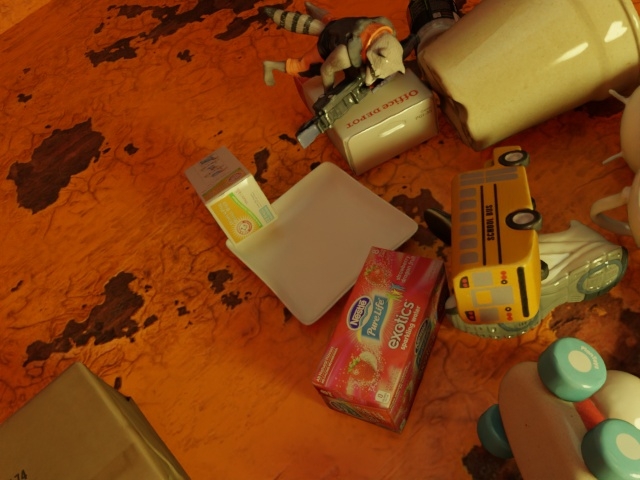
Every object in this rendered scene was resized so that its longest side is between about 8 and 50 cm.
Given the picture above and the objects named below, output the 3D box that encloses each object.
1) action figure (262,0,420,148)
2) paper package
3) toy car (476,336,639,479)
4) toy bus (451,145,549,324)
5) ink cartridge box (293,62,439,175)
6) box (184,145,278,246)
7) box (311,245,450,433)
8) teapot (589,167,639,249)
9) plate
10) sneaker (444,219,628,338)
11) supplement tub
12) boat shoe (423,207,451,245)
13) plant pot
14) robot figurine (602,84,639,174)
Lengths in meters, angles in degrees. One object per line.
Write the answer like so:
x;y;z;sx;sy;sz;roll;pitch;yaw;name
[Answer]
0.013;-0.352;1.171;0.330;0.178;0.341;21;62;41;action figure
-0.386;0.405;0.903;0.325;0.168;0.309;-42;55;-14;paper package
0.372;0.250;0.784;0.238;0.219;0.210;-2;49;-19;toy car
0.274;-0.022;0.937;0.130;0.108;0.332;-9;34;18;toy bus
0.092;-0.297;1.287;0.207;0.117;0.283;-27;51;-3;ink cartridge box
-0.180;-0.092;1.193;0.103;0.114;0.203;-35;32;-6;box
0.104;0.152;0.954;0.128;0.122;0.256;13;60;26;box
0.569;-0.028;0.862;0.253;0.187;0.256;-34;54;12;teapot
0.000;0.000;1.148;0.278;0.045;0.277;-41;52;-12;plate
0.334;0.062;0.974;0.297;0.111;0.129;-20;39;-5;sneaker
0.261;-0.495;1.377;0.117;0.117;0.190;-11;53;10;supplement tub
0.252;-0.016;1.077;0.049;0.056;0.152;-35;55;-22;boat shoe
0.367;-0.335;1.129;0.306;0.334;0.333;-32;51;9;plant pot
0.652;-0.180;0.968;0.354;0.200;0.299;5;87;20;robot figurine
